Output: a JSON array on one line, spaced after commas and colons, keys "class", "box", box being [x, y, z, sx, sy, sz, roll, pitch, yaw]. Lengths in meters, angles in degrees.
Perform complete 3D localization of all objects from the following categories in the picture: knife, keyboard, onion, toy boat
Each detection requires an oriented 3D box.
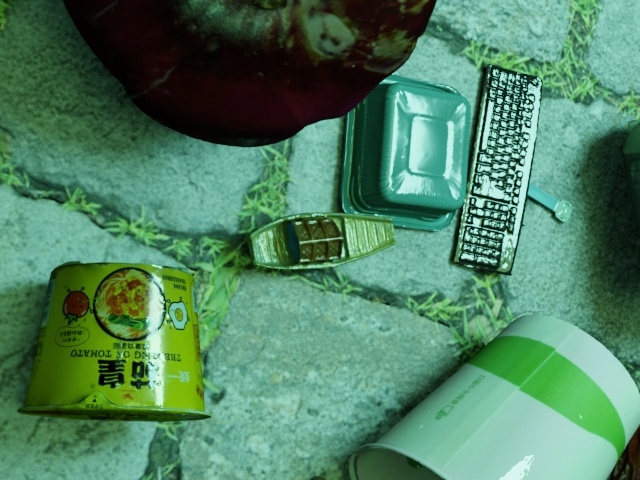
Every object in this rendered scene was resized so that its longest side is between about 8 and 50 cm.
[{"class": "knife", "box": [0.275, -0.054, 1.369, 0.096, 0.010, 0.027, 29, 77, -19]}, {"class": "keyboard", "box": [0.219, -0.086, 1.335, 0.087, 0.017, 0.250, 13, 83, -15]}, {"class": "onion", "box": [-0.075, -0.332, 1.078, 0.398, 0.398, 0.420, 25, 36, -23]}, {"class": "toy boat", "box": [0.000, 0.000, 1.206, 0.172, 0.066, 0.065, -6, 89, -25]}]

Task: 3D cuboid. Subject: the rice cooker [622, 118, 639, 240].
[{"class": "rice cooker", "box": [0.521, -0.040, 1.340, 0.288, 0.288, 0.277, -13, 94, -25]}]

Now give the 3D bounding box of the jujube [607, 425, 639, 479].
[{"class": "jujube", "box": [0.428, 0.351, 1.352, 0.190, 0.190, 0.255, -1, 72, -25]}]

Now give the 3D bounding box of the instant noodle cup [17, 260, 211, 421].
[{"class": "instant noodle cup", "box": [-0.194, 0.098, 1.059, 0.182, 0.182, 0.144, 7, 77, -25]}]

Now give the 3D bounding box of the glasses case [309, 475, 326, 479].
[{"class": "glasses case", "box": [-0.036, 0.358, 1.176, 0.193, 0.070, 0.102, -38, 105, -21]}]

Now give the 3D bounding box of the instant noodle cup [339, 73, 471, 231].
[{"class": "instant noodle cup", "box": [0.107, -0.105, 1.260, 0.157, 0.070, 0.179, 6, 85, -27]}]

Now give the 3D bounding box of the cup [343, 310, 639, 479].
[{"class": "cup", "box": [0.206, 0.235, 1.209, 0.274, 0.253, 0.253, -42, 106, -27]}]
